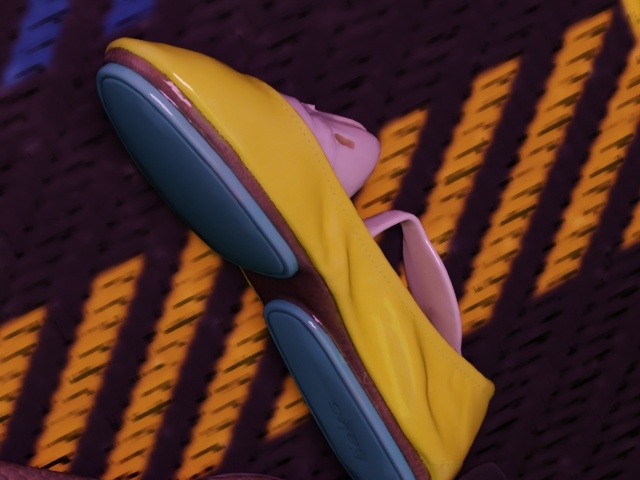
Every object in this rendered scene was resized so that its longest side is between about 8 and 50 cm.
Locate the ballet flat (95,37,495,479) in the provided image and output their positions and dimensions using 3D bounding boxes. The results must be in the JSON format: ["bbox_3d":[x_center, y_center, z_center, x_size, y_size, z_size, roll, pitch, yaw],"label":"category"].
[{"bbox_3d":[0.000,0.000,0.741,0.077,0.077,0.231,-44,120,-22],"label":"ballet flat"}]

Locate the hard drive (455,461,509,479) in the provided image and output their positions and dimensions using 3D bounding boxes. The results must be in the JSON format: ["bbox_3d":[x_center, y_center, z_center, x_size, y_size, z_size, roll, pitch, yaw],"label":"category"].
[{"bbox_3d":[0.051,0.152,0.797,0.094,0.022,0.135,-34,141,-5],"label":"hard drive"}]

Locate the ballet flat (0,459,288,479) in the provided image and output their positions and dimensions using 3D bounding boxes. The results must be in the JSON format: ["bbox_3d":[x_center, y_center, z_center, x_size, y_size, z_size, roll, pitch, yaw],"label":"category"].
[{"bbox_3d":[-0.080,0.123,0.759,0.250,0.058,0.084,16,104,-22],"label":"ballet flat"}]
